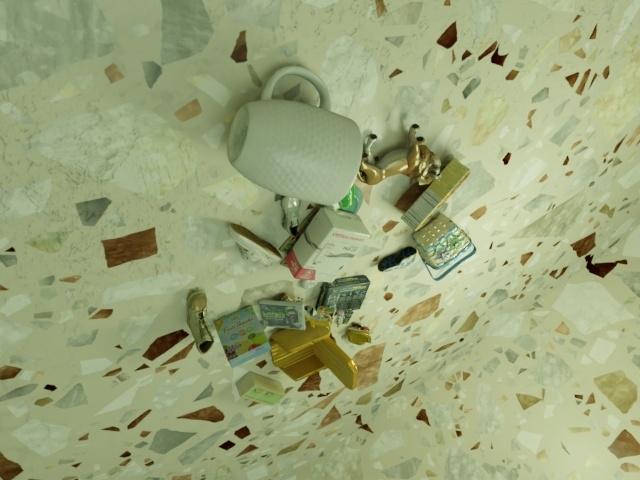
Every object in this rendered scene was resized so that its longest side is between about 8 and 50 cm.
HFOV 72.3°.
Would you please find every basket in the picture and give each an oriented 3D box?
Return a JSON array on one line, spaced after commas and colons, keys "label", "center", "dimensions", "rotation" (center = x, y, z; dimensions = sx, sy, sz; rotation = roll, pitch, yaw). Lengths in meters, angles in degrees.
[{"label": "basket", "center": [0.582, 0.042, 2.061], "dimensions": [0.255, 0.201, 0.289], "rotation": [-41, 129, 5]}]

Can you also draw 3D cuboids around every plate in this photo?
[{"label": "plate", "center": [0.087, -0.130, 1.692], "dimensions": [0.188, 0.024, 0.188], "rotation": [-18, 137, -18]}]

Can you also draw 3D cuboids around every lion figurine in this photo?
[{"label": "lion figurine", "center": [0.266, -0.282, 1.625], "dimensions": [0.392, 0.142, 0.240], "rotation": [-11, 143, -6]}]

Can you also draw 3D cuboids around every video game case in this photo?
[{"label": "video game case", "center": [-0.163, 0.323, 1.899], "dimensions": [0.190, 0.022, 0.173], "rotation": [4, 134, 6]}]

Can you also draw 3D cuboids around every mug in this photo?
[{"label": "mug", "center": [-0.080, -0.313, 1.277], "dimensions": [0.328, 0.276, 0.374], "rotation": [9, 93, -31]}]

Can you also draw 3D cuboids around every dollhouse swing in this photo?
[{"label": "dollhouse swing", "center": [-0.034, 0.599, 2.081], "dimensions": [0.315, 0.305, 0.347], "rotation": [-21, 143, -16]}]

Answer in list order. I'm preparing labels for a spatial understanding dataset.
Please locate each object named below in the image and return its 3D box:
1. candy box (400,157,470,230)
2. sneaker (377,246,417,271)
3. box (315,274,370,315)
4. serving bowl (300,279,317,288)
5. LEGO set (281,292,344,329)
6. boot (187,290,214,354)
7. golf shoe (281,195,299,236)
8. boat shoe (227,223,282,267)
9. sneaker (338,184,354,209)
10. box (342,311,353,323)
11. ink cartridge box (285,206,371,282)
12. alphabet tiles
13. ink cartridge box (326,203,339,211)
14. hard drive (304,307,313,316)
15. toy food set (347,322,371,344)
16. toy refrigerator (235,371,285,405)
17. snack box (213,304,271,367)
[{"label": "candy box", "center": [0.478, -0.186, 1.811], "dimensions": [0.316, 0.087, 0.183], "rotation": [-51, 167, 17]}, {"label": "sneaker", "center": [0.366, 0.108, 2.074], "dimensions": [0.211, 0.080, 0.081], "rotation": [-21, 134, -14]}, {"label": "box", "center": [0.104, 0.258, 2.057], "dimensions": [0.233, 0.059, 0.183], "rotation": [-6, 132, -28]}, {"label": "serving bowl", "center": [-0.046, 0.183, 1.912], "dimensions": [0.083, 0.027, 0.083], "rotation": [-18, 135, -19]}, {"label": "LEGO set", "center": [-0.031, 0.297, 1.935], "dimensions": [0.287, 0.107, 0.132], "rotation": [20, 137, 7]}, {"label": "boot", "center": [-0.451, 0.310, 1.658], "dimensions": [0.077, 0.165, 0.213], "rotation": [-7, 133, -30]}, {"label": "golf shoe", "center": [-0.097, -0.092, 1.577], "dimensions": [0.069, 0.086, 0.176], "rotation": [-16, 134, -18]}, {"label": "boat shoe", "center": [-0.249, 0.034, 1.585], "dimensions": [0.096, 0.098, 0.277], "rotation": [-43, 140, 7]}, {"label": "sneaker", "center": [0.057, -0.208, 1.520], "dimensions": [0.109, 0.123, 0.295], "rotation": [-6, 138, 10]}, {"label": "box", "center": [0.124, 0.390, 2.225], "dimensions": [0.067, 0.018, 0.083], "rotation": [2, 127, -35]}, {"label": "ink cartridge box", "center": [0.026, 0.024, 1.706], "dimensions": [0.207, 0.117, 0.283], "rotation": [10, 129, -38]}, {"label": "alphabet tiles", "center": [0.000, 0.000, 1.783], "dimensions": [0.342, 0.011, 0.285], "rotation": [-48, 137, 14]}, {"label": "ink cartridge box", "center": [0.016, -0.155, 1.575], "dimensions": [0.029, 0.115, 0.063], "rotation": [-42, 140, -12]}, {"label": "hard drive", "center": [-0.082, 0.374, 2.071], "dimensions": [0.094, 0.022, 0.135], "rotation": [-14, 135, -22]}, {"label": "toy food set", "center": [0.209, 0.484, 2.318], "dimensions": [0.128, 0.071, 0.218], "rotation": [6, 147, 9]}, {"label": "toy refrigerator", "center": [-0.301, 0.765, 2.241], "dimensions": [0.102, 0.094, 0.269], "rotation": [-40, 138, 7]}, {"label": "snack box", "center": [-0.320, 0.387, 1.786], "dimensions": [0.174, 0.207, 0.070], "rotation": [-24, 138, -14]}]
